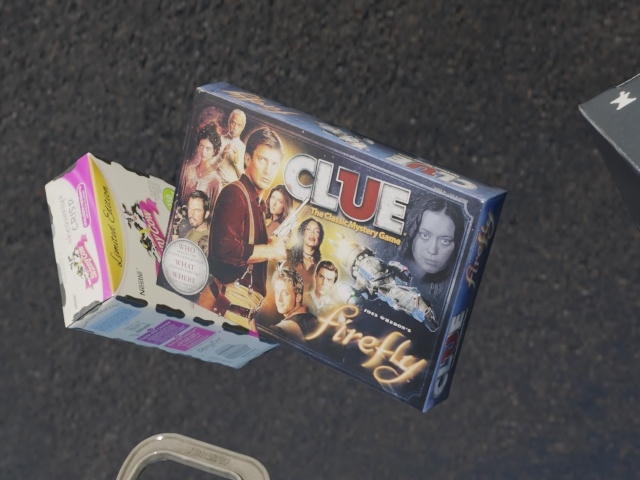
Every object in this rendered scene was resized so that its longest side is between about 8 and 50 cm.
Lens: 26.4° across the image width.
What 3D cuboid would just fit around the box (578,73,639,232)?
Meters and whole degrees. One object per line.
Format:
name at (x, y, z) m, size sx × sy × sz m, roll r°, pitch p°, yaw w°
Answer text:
box at (0.437, 0.008, 1.080) m, size 0.293 × 0.212 × 0.395 m, roll -31°, pitch 118°, yaw 5°

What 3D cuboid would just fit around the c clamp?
c clamp at (-0.112, 0.225, 1.136) m, size 0.160 × 0.137 × 0.022 m, roll 18°, pitch 148°, yaw 29°

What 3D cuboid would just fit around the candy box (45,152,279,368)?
candy box at (-0.150, 0.025, 1.341) m, size 0.071 × 0.159 × 0.233 m, roll -33°, pitch 148°, yaw 30°

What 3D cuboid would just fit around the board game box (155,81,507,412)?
board game box at (0.000, 0.000, 0.997) m, size 0.243 × 0.042 × 0.165 m, roll 23°, pitch 111°, yaw 25°
